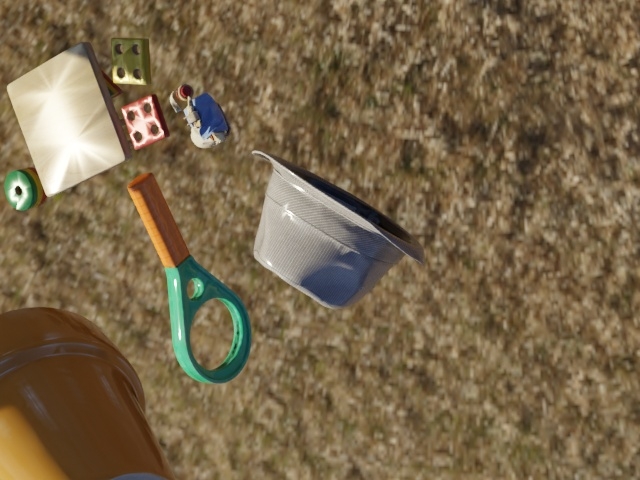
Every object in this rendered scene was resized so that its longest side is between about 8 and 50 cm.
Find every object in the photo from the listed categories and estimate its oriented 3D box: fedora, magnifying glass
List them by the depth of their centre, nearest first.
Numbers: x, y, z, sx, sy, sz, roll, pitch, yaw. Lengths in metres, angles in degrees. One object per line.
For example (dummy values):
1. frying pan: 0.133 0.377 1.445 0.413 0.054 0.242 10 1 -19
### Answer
1. magnifying glass: -0.128 0.039 1.243 0.026 0.092 0.231 0 124 41
2. fedora: 0.000 0.000 1.552 0.244 0.275 0.124 33 96 11

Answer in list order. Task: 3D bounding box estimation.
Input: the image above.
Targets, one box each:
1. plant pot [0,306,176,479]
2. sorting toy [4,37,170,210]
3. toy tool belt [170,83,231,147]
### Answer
1. plant pot: -0.207 0.186 1.018 0.205 0.188 0.205 -21 128 -29
2. sorting toy: -0.254 -0.134 1.378 0.275 0.046 0.132 -21 90 37
3. toy tool belt: -0.137 -0.149 1.494 0.052 0.051 0.083 -32 95 -18
